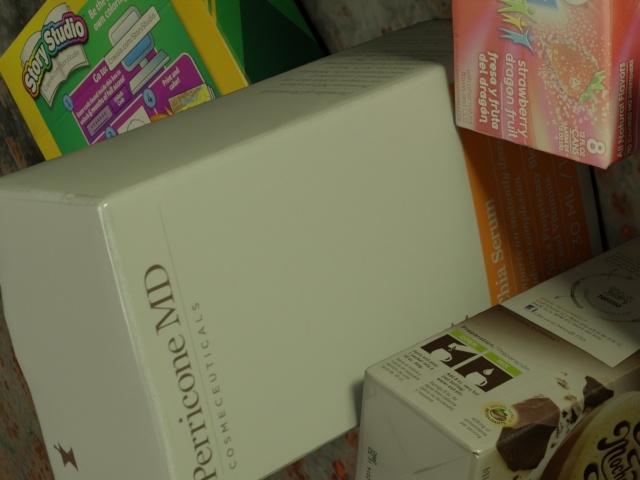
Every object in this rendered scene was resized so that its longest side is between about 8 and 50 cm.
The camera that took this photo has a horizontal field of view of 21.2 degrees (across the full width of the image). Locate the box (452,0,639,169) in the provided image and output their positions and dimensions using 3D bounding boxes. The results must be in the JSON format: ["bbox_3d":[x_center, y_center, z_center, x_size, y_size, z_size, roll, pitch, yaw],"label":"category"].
[{"bbox_3d":[0.186,-0.221,1.163,0.142,0.154,0.300,21,124,43],"label":"box"}]

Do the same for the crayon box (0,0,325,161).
[{"bbox_3d":[-0.140,-0.128,1.640,0.363,0.106,0.313,-35,81,52],"label":"crayon box"}]

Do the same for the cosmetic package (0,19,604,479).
[{"bbox_3d":[0.000,0.000,1.257,0.161,0.453,0.230,7,115,48],"label":"cosmetic package"}]

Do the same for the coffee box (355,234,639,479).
[{"bbox_3d":[0.173,0.132,1.252,0.119,0.297,0.168,34,134,38],"label":"coffee box"}]
